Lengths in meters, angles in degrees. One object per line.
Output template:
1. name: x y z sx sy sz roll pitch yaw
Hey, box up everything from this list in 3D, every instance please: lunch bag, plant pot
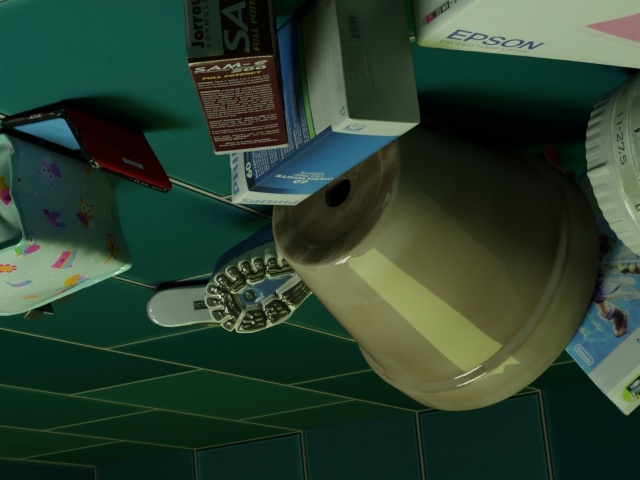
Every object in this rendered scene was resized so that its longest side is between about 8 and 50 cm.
1. lunch bag: -0.385 -0.005 1.839 0.262 0.160 0.223 -19 162 24
2. plant pot: 0.104 -0.001 1.832 0.323 0.323 0.280 -18 145 39

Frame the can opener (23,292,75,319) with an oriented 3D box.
1. can opener: -0.460 0.052 2.239 0.093 0.074 0.280 -49 150 18

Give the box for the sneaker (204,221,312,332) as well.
1. sneaker: 0.000 0.000 2.111 0.330 0.129 0.147 -20 -155 1

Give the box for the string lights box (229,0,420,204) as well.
1. string lights box: -0.008 -0.132 1.530 0.077 0.133 0.260 1 165 -26

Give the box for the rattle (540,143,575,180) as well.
1. rattle: 0.324 -0.069 2.040 0.143 0.130 0.199 -13 141 -15

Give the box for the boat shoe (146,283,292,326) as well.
1. boat shoe: -0.157 0.100 2.505 0.228 0.080 0.076 -6 -177 -10

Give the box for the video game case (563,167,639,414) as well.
1. video game case: 0.356 0.026 1.844 0.244 0.269 0.061 -43 133 5

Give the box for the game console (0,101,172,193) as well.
1. game console: -0.247 -0.089 1.717 0.085 0.124 0.144 -40 154 17

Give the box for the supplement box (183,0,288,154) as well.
1. supplement box: -0.072 -0.170 1.369 0.073 0.130 0.239 -6 166 1

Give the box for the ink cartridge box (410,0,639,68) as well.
1. ink cartridge box: 0.297 -0.236 1.382 0.324 0.071 0.330 3 165 -28

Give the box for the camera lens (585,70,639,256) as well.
1. camera lens: 0.438 -0.103 1.641 0.219 0.219 0.274 8 161 -42
